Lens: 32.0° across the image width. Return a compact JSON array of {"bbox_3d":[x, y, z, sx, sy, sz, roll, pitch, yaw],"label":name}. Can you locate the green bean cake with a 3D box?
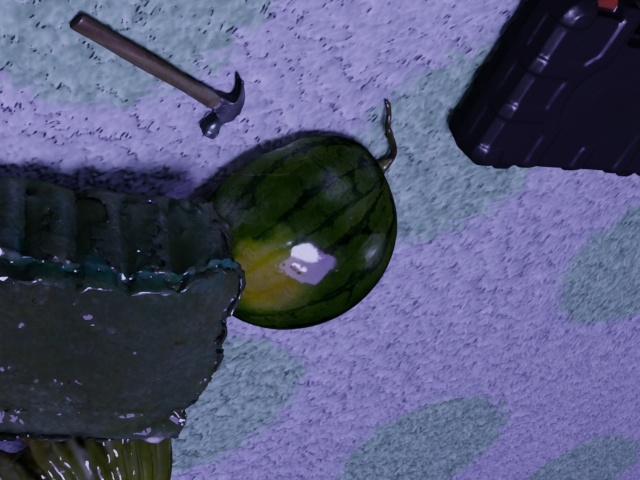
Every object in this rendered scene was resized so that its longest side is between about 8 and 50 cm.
[{"bbox_3d":[-0.212,0.067,0.978,0.255,0.132,0.241,4,133,-21],"label":"green bean cake"}]

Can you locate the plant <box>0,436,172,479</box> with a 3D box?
[{"bbox_3d":[-0.229,0.321,1.157,0.180,0.333,0.251,-25,159,20],"label":"plant"}]

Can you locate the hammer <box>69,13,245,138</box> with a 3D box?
[{"bbox_3d":[-0.128,-0.140,0.911,0.062,0.017,0.182,-42,141,17],"label":"hammer"}]

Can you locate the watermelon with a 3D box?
[{"bbox_3d":[-0.006,0.005,1.073,0.232,0.127,0.204,-24,140,-14],"label":"watermelon"}]

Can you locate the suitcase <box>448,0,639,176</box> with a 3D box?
[{"bbox_3d":[0.286,-0.156,1.115,0.286,0.066,0.206,1,134,-34],"label":"suitcase"}]
